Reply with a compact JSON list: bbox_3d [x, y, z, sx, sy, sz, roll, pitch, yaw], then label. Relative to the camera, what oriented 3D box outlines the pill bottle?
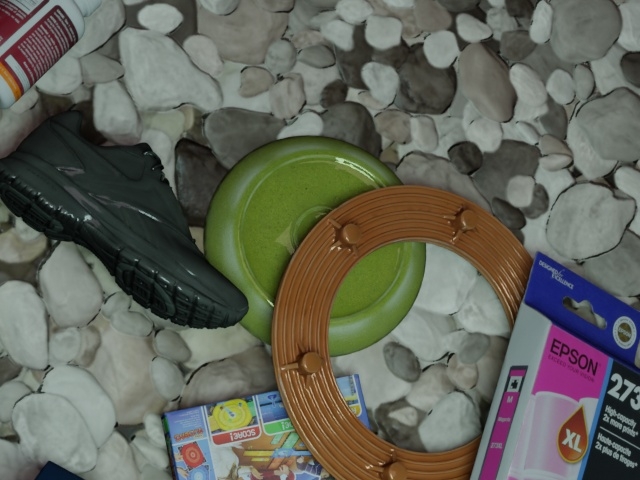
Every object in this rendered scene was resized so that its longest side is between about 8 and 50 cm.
[{"bbox_3d":[-0.294,-0.211,1.316,0.086,0.086,0.152,42,71,0],"label":"pill bottle"}]

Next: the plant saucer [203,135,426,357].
[{"bbox_3d":[0.000,0.000,1.359,0.240,0.037,0.241,3,75,-12],"label":"plant saucer"}]

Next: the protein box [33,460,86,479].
[{"bbox_3d":[-0.192,0.312,1.133,0.201,0.200,0.136,30,88,-5],"label":"protein box"}]

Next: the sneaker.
[{"bbox_3d":[-0.179,-0.024,1.290,0.286,0.109,0.130,38,65,-4],"label":"sneaker"}]

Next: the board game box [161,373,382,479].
[{"bbox_3d":[-0.045,0.218,1.293,0.201,0.035,0.136,-9,78,-15],"label":"board game box"}]

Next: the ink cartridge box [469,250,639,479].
[{"bbox_3d":[0.248,0.209,1.326,0.175,0.069,0.371,29,68,-27],"label":"ink cartridge box"}]

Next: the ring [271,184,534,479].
[{"bbox_3d":[0.110,0.106,1.329,0.336,0.032,0.337,6,75,-24],"label":"ring"}]
